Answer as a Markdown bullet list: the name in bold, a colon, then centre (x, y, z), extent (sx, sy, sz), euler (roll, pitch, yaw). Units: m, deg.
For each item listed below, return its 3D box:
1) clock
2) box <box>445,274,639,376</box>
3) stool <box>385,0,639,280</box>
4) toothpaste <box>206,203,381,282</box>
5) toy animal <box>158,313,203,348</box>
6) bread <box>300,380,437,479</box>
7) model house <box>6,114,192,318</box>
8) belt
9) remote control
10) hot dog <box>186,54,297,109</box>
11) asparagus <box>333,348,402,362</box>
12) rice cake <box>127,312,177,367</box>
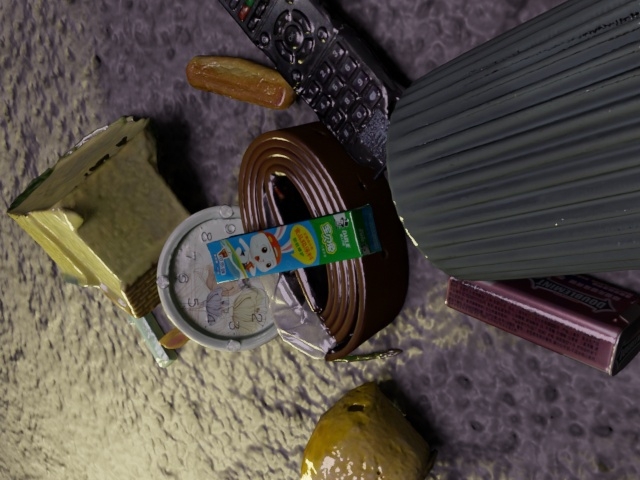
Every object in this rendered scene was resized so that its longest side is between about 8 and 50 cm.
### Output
- **clock**: centre (-0.142, 0.058, 1.448), extent (0.236, 0.053, 0.236), euler (0, 97, 1)
- **box**: centre (0.276, 0.078, 1.102), extent (0.224, 0.120, 0.069), euler (22, 121, 32)
- **stool**: centre (0.267, -0.099, 0.946), extent (0.330, 0.297, 0.297), euler (-15, 94, 47)
- **toothpaste**: centre (-0.042, 0.007, 1.241), extent (0.266, 0.050, 0.065), euler (-11, 92, 38)
- **toy animal**: centre (-0.197, 0.136, 1.500), extent (0.083, 0.159, 0.070), euler (-12, 94, 49)
- **bread**: centre (0.063, 0.316, 1.331), extent (0.170, 0.197, 0.197), euler (38, 127, 9)
- **model house**: centre (-0.339, -0.034, 1.552), extent (0.266, 0.261, 0.321), euler (55, 155, -21)
- **belt**: centre (0.000, 0.000, 1.311), extent (0.217, 0.122, 0.339), euler (-14, 95, 41)
- **remote control**: centre (-0.001, -0.270, 1.261), extent (0.399, 0.062, 0.144), euler (52, 130, 17)
- **hot dog**: centre (-0.116, -0.244, 1.380), extent (0.215, 0.047, 0.066), euler (18, 100, 35)
- **asparagus**: centre (0.058, 0.179, 1.392), extent (0.163, 0.016, 0.016), euler (-11, 78, 43)
- **rice cake**: centre (-0.330, 0.159, 1.708), extent (0.042, 0.030, 0.180), euler (-40, 77, 28)
